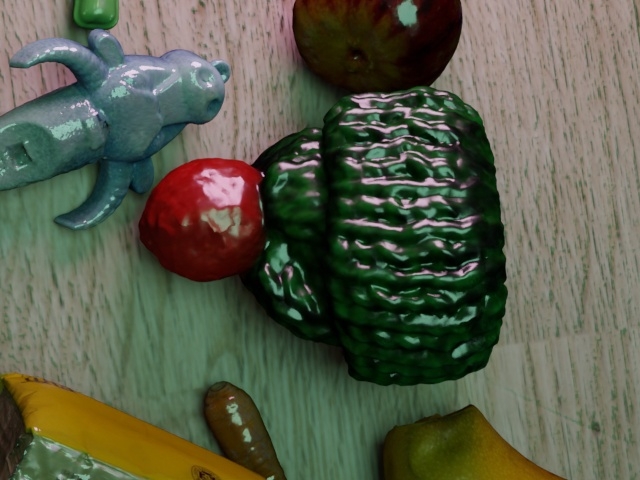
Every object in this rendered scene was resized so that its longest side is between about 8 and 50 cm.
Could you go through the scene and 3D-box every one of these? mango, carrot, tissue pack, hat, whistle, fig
[{"bbox_3d":[0.194,0.305,1.880,0.359,0.144,0.187,39,60,-9],"label":"mango"},{"bbox_3d":[-0.047,0.228,1.837,0.048,0.048,0.216,-33,102,-23],"label":"carrot"},{"bbox_3d":[-0.169,0.228,1.691,0.271,0.192,0.134,26,94,-21],"label":"tissue pack"},{"bbox_3d":[0.000,0.000,1.812,0.332,0.242,0.274,-1,60,-1],"label":"hat"},{"bbox_3d":[-0.200,-0.112,1.781,0.269,0.093,0.180,-26,120,-23],"label":"whistle"},{"bbox_3d":[0.075,-0.223,1.879,0.202,0.149,0.148,-39,138,-9],"label":"fig"}]

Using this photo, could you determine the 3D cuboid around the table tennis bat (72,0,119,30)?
[{"bbox_3d":[-0.208,-0.321,1.835,0.160,0.039,0.257,4,78,-19],"label":"table tennis bat"}]
